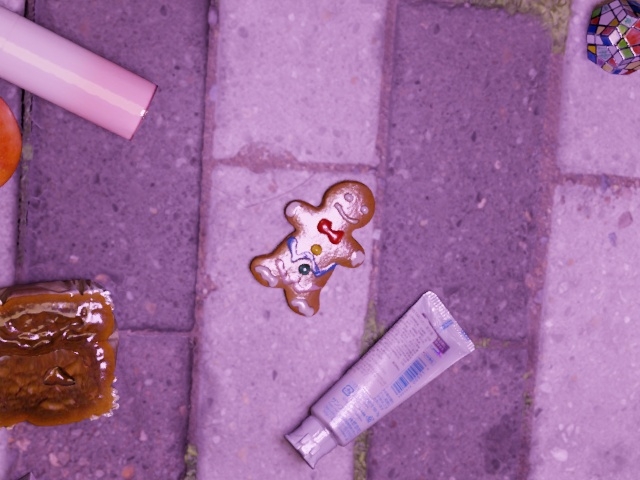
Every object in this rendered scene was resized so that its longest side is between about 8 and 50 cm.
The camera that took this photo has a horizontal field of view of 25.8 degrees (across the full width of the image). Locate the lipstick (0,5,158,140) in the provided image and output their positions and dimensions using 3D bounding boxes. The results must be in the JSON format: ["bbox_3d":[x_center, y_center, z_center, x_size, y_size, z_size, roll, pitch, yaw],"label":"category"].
[{"bbox_3d":[-0.381,-0.242,1.855,0.327,0.087,0.087,26,93,-11],"label":"lipstick"}]

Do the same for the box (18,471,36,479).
[{"bbox_3d":[-0.426,0.416,1.954,0.130,0.051,0.129,-32,101,-3],"label":"box"}]

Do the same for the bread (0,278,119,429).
[{"bbox_3d":[-0.379,0.156,1.898,0.209,0.110,0.192,-4,99,-9],"label":"bread"}]

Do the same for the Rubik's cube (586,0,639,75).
[{"bbox_3d":[0.427,-0.288,1.977,0.093,0.111,0.111,37,91,-39],"label":"Rubik's cube"}]

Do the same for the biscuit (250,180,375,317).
[{"bbox_3d":[0.000,0.000,1.980,0.138,0.031,0.205,41,88,-12],"label":"biscuit"}]

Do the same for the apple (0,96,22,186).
[{"bbox_3d":[-0.473,-0.131,1.835,0.163,0.139,0.163,0,105,2],"label":"apple"}]

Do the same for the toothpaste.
[{"bbox_3d":[0.080,0.207,2.005,0.299,0.073,0.114,-40,101,-10],"label":"toothpaste"}]
